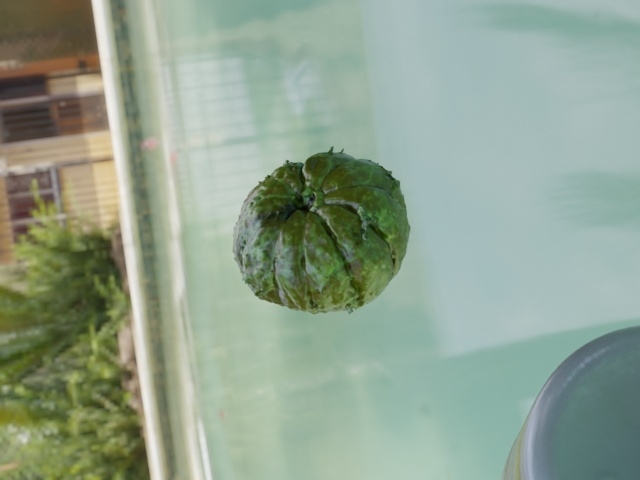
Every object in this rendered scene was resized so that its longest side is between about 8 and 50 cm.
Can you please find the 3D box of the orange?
[{"bbox_3d":[0.000,0.000,2.002,0.300,0.301,0.223,-93,-13,-46],"label":"orange"}]

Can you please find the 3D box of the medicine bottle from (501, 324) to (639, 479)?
[{"bbox_3d":[0.256,0.212,1.012,0.339,0.208,0.208,83,175,-69],"label":"medicine bottle"}]
